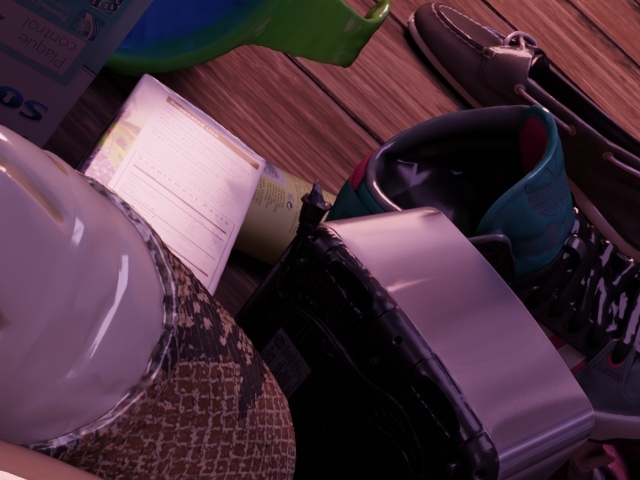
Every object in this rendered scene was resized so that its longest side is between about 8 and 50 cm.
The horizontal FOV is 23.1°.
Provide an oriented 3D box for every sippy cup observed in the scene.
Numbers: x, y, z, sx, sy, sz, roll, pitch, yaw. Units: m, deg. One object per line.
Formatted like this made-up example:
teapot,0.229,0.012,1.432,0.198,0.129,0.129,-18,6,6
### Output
sippy cup,-0.099,-0.248,1.121,0.224,0.240,0.305,-51,125,-73

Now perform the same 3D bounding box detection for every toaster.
toaster,0.032,0.084,0.828,0.110,0.185,0.168,-14,59,-47

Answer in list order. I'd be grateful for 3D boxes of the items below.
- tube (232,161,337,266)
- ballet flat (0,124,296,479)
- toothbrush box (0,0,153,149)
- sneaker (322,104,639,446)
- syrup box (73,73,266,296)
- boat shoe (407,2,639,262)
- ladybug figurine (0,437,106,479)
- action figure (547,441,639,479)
tube,0.000,0.000,1.058,0.240,0.070,0.062,23,-6,-39
ballet flat,-0.210,-0.021,0.593,0.483,0.182,0.164,30,60,-5
toothbrush box,-0.177,-0.219,0.870,0.216,0.295,0.126,31,30,-24
sneaker,0.139,0.010,0.927,0.295,0.178,0.124,15,50,6
syrup box,-0.110,0.011,0.846,0.096,0.093,0.237,36,28,-11
boat shoe,0.230,-0.126,1.496,0.335,0.095,0.112,46,27,6
ladybug figurine,-0.125,0.203,0.470,0.449,0.162,0.305,29,31,-26
action figure,0.293,0.145,1.086,0.370,0.248,0.275,36,-20,46
